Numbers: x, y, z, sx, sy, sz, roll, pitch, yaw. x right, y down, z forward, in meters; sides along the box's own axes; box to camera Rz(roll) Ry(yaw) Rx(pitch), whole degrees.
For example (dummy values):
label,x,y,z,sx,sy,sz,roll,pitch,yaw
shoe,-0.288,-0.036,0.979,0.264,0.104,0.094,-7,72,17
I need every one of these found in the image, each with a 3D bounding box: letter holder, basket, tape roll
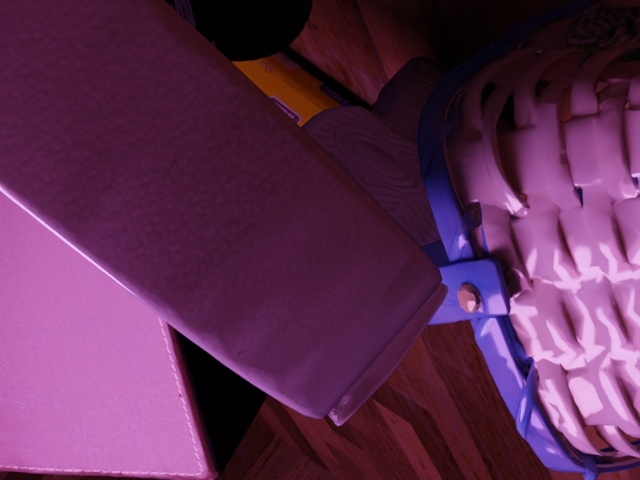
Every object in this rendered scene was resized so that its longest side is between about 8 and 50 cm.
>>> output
label,x,y,z,sx,sy,sz,roll,pitch,yaw
letter holder,-0.164,-0.025,1.055,0.215,0.152,0.301,-2,118,21
basket,0.151,-0.013,0.786,0.289,0.255,0.201,-21,91,56
tape roll,-0.120,-0.086,0.642,0.392,0.072,0.392,41,179,1

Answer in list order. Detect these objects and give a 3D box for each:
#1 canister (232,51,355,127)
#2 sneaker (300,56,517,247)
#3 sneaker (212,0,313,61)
label,x,y,z,sx,sy,sz,roll,pitch,yaw
canister,-0.002,-0.072,1.381,0.170,0.073,0.126,38,167,10
sneaker,0.027,0.001,1.050,0.131,0.148,0.350,40,-159,5
sneaker,-0.155,-0.167,1.148,0.283,0.107,0.124,4,-161,-16
